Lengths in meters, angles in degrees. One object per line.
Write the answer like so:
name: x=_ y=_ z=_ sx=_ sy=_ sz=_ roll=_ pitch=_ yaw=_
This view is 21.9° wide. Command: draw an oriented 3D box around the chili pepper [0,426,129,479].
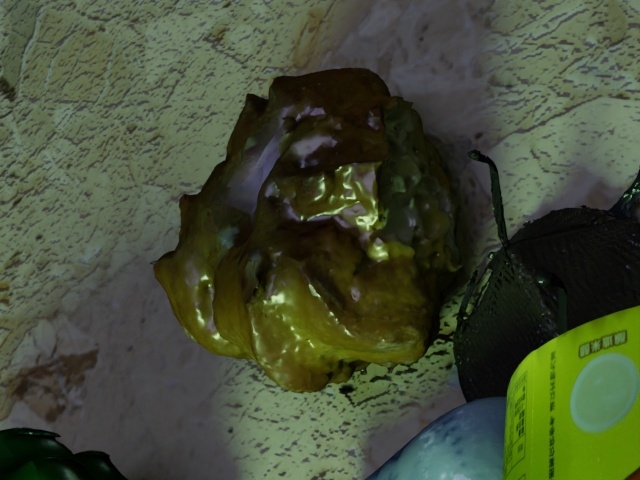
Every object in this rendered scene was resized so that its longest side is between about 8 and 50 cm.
chili pepper: x=-0.230 y=0.272 z=1.228 sx=0.256 sy=0.233 sz=0.248 roll=-50 pitch=50 yaw=4

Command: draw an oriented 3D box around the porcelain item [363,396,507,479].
porcelain item: x=0.082 y=0.183 z=1.057 sx=0.259 sy=0.141 sz=0.141 roll=-26 pitch=54 yaw=41

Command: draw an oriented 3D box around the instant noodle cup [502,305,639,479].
instant noodle cup: x=0.219 y=0.170 z=0.821 sx=0.311 sy=0.311 sz=0.221 roll=-21 pitch=57 yaw=33

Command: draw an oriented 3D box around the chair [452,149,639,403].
chair: x=0.167 y=0.033 z=1.085 sx=0.213 sy=0.149 sz=0.174 roll=100 pitch=152 yaw=-48

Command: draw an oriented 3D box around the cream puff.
cream puff: x=0.000 y=0.000 z=1.206 sx=0.241 sy=0.155 sz=0.269 roll=-53 pitch=35 yaw=7
